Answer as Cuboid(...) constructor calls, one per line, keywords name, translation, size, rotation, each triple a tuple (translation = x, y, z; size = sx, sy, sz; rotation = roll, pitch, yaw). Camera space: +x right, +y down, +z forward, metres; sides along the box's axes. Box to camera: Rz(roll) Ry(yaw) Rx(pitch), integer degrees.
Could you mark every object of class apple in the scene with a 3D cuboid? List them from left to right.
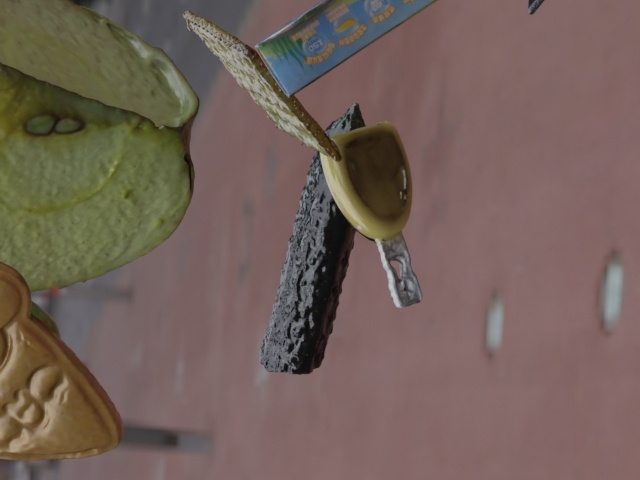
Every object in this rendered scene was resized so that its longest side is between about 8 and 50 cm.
Cuboid(name="apple", translation=(-0.253, -0.098, 1.484), size=(0.179, 0.346, 0.254), rotation=(-15, 64, 46))

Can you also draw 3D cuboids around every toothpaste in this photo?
Cuboid(name="toothpaste", translation=(0.048, -0.165, 1.312), size=(0.044, 0.193, 0.070), rotation=(56, -178, -7))

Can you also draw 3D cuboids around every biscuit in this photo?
Cuboid(name="biscuit", translation=(-0.236, 0.072, 1.227), size=(0.162, 0.250, 0.035), rotation=(-59, 13, 21))
Cuboid(name="biscuit", translation=(-0.050, -0.132, 1.694), size=(0.016, 0.144, 0.203), rotation=(-43, 21, -4))

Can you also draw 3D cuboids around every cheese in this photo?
Cuboid(name="cheese", translation=(0.053, -0.020, 1.723), size=(0.036, 0.086, 0.162), rotation=(-14, 93, 52))

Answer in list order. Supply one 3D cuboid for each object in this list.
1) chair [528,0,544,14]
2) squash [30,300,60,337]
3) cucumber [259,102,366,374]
Cuboid(name="chair", translation=(0.131, -0.288, 1.613), size=(0.172, 0.159, 0.247), rotation=(136, 152, -61))
Cuboid(name="squash", translation=(-0.347, 0.053, 1.974), size=(0.229, 0.066, 0.066), rotation=(38, 139, 25))
Cuboid(name="cucumber", translation=(0.000, 0.001, 2.028), size=(0.072, 0.072, 0.300), rotation=(-104, 26, -66))
